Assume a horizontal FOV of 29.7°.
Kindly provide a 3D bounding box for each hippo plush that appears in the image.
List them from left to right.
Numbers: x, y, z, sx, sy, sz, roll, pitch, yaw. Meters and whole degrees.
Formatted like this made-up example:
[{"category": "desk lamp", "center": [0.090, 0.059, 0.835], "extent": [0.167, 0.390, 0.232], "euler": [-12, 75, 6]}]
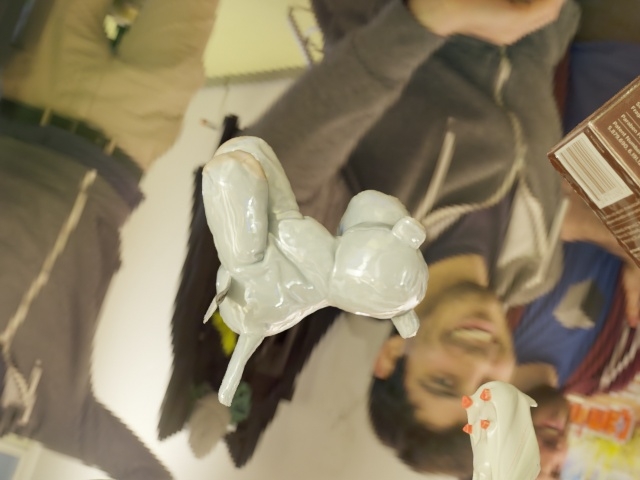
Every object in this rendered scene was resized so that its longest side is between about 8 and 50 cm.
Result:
[{"category": "hippo plush", "center": [0.000, 0.000, 1.357], "extent": [0.237, 0.234, 0.294], "euler": [-5, -153, 5]}]

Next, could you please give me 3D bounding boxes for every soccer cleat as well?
[{"category": "soccer cleat", "center": [0.164, 0.223, 1.083], "extent": [0.076, 0.196, 0.068], "euler": [18, 156, -27]}]

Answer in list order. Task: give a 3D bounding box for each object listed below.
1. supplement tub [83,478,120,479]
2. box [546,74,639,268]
[{"category": "supplement tub", "center": [-0.195, 0.321, 0.882], "extent": [0.191, 0.272, 0.191], "euler": [26, -148, -17]}, {"category": "box", "center": [0.369, -0.099, 1.207], "extent": [0.167, 0.203, 0.168], "euler": [51, 174, 3]}]
